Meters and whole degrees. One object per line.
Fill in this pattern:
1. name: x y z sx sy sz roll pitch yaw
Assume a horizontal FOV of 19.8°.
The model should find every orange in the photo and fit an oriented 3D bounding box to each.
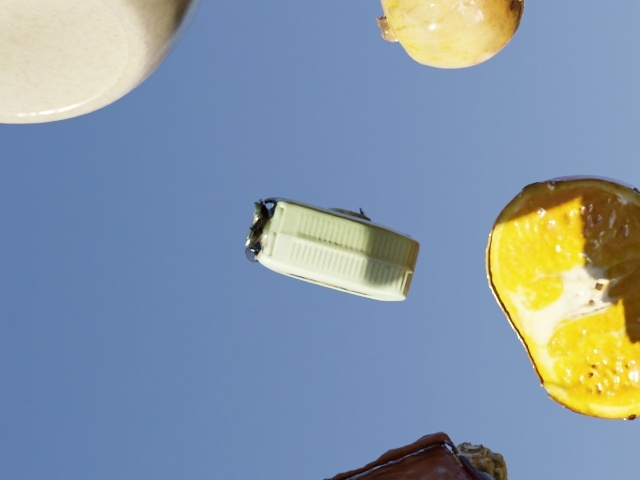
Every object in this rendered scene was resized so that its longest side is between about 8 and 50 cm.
1. orange: 0.366 0.072 2.387 0.274 0.274 0.310 17 -140 -59

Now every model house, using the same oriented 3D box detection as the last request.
1. model house: 0.091 0.364 2.004 0.196 0.160 0.254 -20 -40 -27

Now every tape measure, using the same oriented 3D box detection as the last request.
1. tape measure: 0.000 0.000 2.411 0.207 0.235 0.115 -167 93 -77

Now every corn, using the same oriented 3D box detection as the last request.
1. corn: 0.176 0.337 2.120 0.087 0.087 0.211 -25 -63 -55

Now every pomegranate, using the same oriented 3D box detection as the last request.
1. pomegranate: 0.160 -0.305 2.260 0.191 0.191 0.191 -22 -64 -56

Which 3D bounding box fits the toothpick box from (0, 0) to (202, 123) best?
1. toothpick box: -0.277 -0.361 1.672 0.409 0.409 0.425 48 -143 -53
